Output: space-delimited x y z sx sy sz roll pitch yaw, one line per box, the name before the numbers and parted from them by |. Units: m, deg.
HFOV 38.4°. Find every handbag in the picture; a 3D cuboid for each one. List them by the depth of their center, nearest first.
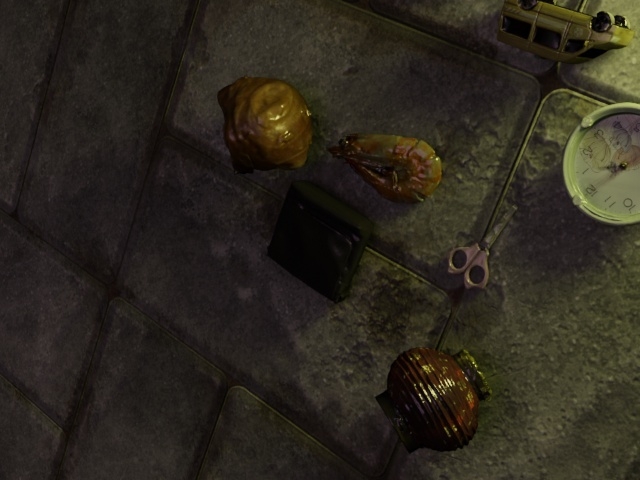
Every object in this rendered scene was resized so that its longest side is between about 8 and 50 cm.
handbag | 0.000 0.000 2.182 0.247 0.080 0.223 34 118 27

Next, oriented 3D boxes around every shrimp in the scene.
shrimp | 0.138 -0.172 2.080 0.294 0.062 0.153 19 109 32

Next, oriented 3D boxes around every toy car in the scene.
toy car | 0.476 -0.407 1.798 0.257 0.101 0.124 29 113 33

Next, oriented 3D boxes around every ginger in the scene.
ginger | -0.131 -0.289 2.186 0.223 0.200 0.269 -14 40 5

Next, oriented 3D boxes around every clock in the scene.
clock | 0.583 -0.145 1.762 0.237 0.053 0.236 4 96 34

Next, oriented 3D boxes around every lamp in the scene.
lamp | 0.241 0.331 1.934 0.247 0.247 0.246 2 94 36

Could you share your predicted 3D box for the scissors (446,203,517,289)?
scissors | 0.352 0.008 1.957 0.110 0.021 0.212 45 117 23
